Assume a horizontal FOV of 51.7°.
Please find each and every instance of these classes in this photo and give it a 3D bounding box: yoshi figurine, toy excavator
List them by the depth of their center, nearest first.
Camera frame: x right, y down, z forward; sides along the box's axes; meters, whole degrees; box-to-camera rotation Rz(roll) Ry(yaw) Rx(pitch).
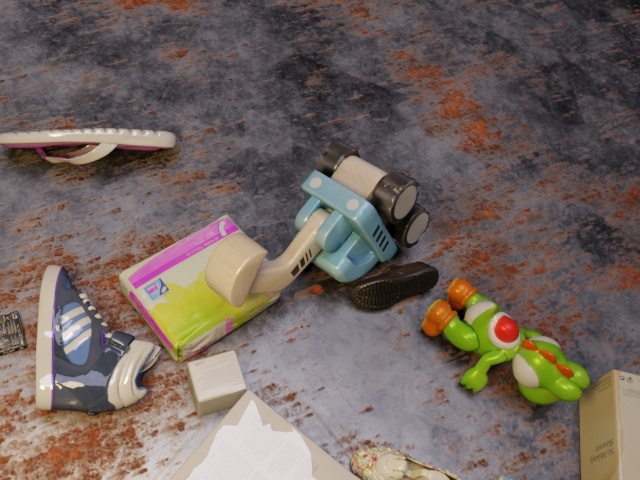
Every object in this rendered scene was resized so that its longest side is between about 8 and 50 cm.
[{"bbox_3d":[0.000,0.000,1.436,0.222,0.433,0.445,33,81,30],"label":"toy excavator"},{"bbox_3d":[0.417,0.253,1.486,0.362,0.203,0.203,34,16,27],"label":"yoshi figurine"}]

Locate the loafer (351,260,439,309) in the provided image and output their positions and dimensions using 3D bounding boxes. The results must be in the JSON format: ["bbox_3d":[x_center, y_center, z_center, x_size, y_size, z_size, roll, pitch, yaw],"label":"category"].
[{"bbox_3d":[0.169,0.102,1.566,0.220,0.080,0.078,-12,28,-17],"label":"loafer"}]

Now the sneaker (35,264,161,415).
[{"bbox_3d":[-0.450,0.197,1.350,0.237,0.130,0.322,3,52,-21],"label":"sneaker"}]

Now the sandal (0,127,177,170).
[{"bbox_3d":[-0.558,-0.219,1.590,0.417,0.169,0.102,-3,99,-13],"label":"sandal"}]

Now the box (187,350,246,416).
[{"bbox_3d":[-0.212,0.291,1.340,0.102,0.101,0.087,-12,62,-19],"label":"box"}]

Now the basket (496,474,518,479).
[{"bbox_3d":[0.421,0.598,1.214,0.289,0.201,0.254,26,55,17],"label":"basket"}]

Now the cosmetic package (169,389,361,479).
[{"bbox_3d":[-0.147,0.512,1.215,0.284,0.097,0.377,36,59,13],"label":"cosmetic package"}]

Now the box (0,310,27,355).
[{"bbox_3d":[-0.650,0.193,1.362,0.067,0.018,0.083,-16,63,-21],"label":"box"}]

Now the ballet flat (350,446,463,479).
[{"bbox_3d":[0.182,0.466,1.325,0.241,0.077,0.091,17,57,0],"label":"ballet flat"}]

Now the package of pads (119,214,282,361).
[{"bbox_3d":[-0.252,0.102,1.453,0.297,0.101,0.229,-33,69,-27],"label":"package of pads"}]

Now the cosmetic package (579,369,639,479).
[{"bbox_3d":[0.631,0.448,1.380,0.113,0.160,0.309,15,55,-1],"label":"cosmetic package"}]
